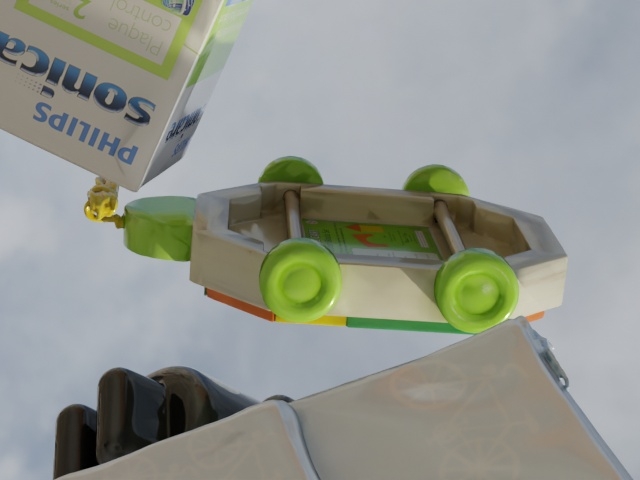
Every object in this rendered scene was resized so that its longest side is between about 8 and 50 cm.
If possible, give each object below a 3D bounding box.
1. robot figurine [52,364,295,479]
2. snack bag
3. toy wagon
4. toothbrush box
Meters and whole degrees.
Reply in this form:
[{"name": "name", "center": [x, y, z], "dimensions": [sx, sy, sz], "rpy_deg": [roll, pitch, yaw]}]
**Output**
[{"name": "robot figurine", "center": [-0.085, 0.211, 1.378], "dimensions": [0.209, 0.278, 0.173], "rpy_deg": [1, -115, 55]}, {"name": "snack bag", "center": [0.022, 0.178, 0.879], "dimensions": [0.343, 0.037, 0.323], "rpy_deg": [-18, -145, -9]}, {"name": "toy wagon", "center": [0.000, 0.000, 1.230], "dimensions": [0.267, 0.345, 0.068], "rpy_deg": [-99, -167, -74]}, {"name": "toothbrush box", "center": [-0.117, -0.200, 0.853], "dimensions": [0.206, 0.122, 0.283], "rpy_deg": [26, -76, 1]}]
